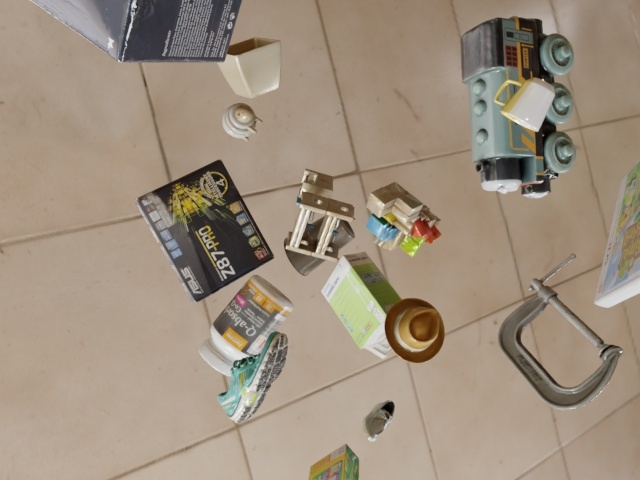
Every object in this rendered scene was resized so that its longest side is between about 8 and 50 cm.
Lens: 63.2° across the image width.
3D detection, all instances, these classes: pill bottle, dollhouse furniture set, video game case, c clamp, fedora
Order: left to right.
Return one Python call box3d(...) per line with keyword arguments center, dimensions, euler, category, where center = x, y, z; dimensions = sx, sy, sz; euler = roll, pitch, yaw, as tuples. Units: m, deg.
box3d(center=(-0.222, 0.252, 1.543), dimensions=(0.162, 0.162, 0.278), euler=(40, 87, -20), category="pill bottle")
box3d(center=(0.002, -0.063, 1.260), dimensions=(0.129, 0.129, 0.183), euler=(16, 32, -7), category="dollhouse furniture set")
box3d(center=(0.272, 0.238, 1.427), dimensions=(0.195, 0.079, 0.194), euler=(8, 64, -16), category="fedora")
box3d(center=(0.268, 0.102, 0.579), dimensions=(0.137, 0.160, 0.022), euler=(-41, 126, 15), category="c clamp")
box3d(center=(0.392, -0.029, 0.625), dimensions=(0.023, 0.212, 0.193), euler=(16, 76, 14), category="video game case")

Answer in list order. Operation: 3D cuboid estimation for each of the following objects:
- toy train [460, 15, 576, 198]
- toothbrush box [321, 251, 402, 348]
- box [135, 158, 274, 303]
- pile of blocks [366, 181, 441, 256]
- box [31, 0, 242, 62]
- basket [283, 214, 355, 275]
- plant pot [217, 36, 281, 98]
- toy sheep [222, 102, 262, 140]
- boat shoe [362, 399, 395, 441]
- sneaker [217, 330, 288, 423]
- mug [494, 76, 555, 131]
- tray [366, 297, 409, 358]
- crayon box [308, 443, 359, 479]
box3d(center=(0.353, -0.243, 0.949), dimensions=(0.191, 0.142, 0.333), euler=(-2, 90, -25), category="toy train")
box3d(center=(0.154, 0.214, 1.891), dimensions=(0.122, 0.206, 0.283), euler=(-9, 50, -39), category="toothbrush box")
box3d(center=(-0.388, -0.033, 1.769), dimensions=(0.318, 0.097, 0.394), euler=(-30, 97, -21), category="box")
box3d(center=(0.202, -0.022, 1.218), dimensions=(0.149, 0.113, 0.362), euler=(-51, 155, 10), category="pile of blocks")
box3d(center=(-0.194, -0.265, 0.550), dimensions=(0.156, 0.093, 0.158), euler=(36, 32, 16), category="box")
box3d(center=(0.000, 0.000, 1.916), dimensions=(0.227, 0.204, 0.154), euler=(-34, 111, 16), category="basket")
box3d(center=(-0.144, -0.359, 1.089), dimensions=(0.109, 0.109, 0.096), euler=(-29, 127, -25), category="plant pot")
box3d(center=(-0.197, -0.291, 1.273), dimensions=(0.091, 0.132, 0.091), euler=(7, 75, -28), category="toy sheep")
box3d(center=(0.221, 0.652, 1.915), dimensions=(0.079, 0.081, 0.227), euler=(53, 23, 4), category="boat shoe")
box3d(center=(-0.176, 0.334, 1.302), dimensions=(0.275, 0.110, 0.107), euler=(-58, 159, 16), category="sneaker")
box3d(center=(0.303, -0.207, 0.766), dimensions=(0.078, 0.062, 0.064), euler=(29, 107, -1), category="mug")
box3d(center=(0.295, 0.352, 2.023), dimensions=(0.145, 0.030, 0.270), euler=(36, 104, -30), category="tray")
box3d(center=(0.039, 0.821, 1.726), dimensions=(0.165, 0.278, 0.081), euler=(-37, 97, 11), category="crayon box")
